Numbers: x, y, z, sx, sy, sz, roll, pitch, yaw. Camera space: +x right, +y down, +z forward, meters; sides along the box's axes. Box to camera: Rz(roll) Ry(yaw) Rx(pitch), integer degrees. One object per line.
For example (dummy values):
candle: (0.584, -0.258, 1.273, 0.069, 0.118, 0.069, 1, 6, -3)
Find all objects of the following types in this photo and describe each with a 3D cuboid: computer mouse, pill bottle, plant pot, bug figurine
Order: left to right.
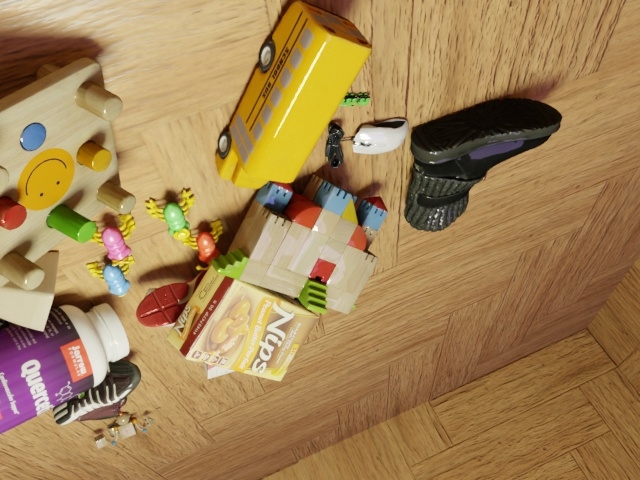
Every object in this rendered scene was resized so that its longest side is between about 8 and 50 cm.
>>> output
plant pot: (-0.539, 0.086, 0.964, 0.096, 0.109, 0.109, 12, 131, -29)
pill bottle: (-0.555, 0.243, 1.044, 0.323, 0.181, 0.181, -25, 150, -37)
bug figurine: (-0.324, 0.016, 1.040, 0.279, 0.072, 0.216, -20, 145, -10)
computer mouse: (0.102, -0.202, 1.074, 0.193, 0.042, 0.106, -15, 143, -18)

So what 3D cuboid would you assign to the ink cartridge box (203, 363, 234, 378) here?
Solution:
ink cartridge box: (-0.228, 0.309, 1.495, 0.198, 0.067, 0.115, -13, 143, -21)

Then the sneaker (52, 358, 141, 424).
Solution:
sneaker: (-0.536, 0.391, 1.377, 0.281, 0.106, 0.162, -27, 153, 18)

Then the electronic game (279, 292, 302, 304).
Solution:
electronic game: (-0.120, 0.151, 1.294, 0.229, 0.048, 0.229, -10, 108, -35)

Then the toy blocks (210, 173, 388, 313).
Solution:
toy blocks: (-0.009, -0.012, 1.115, 0.381, 0.191, 0.261, 22, 100, -34)

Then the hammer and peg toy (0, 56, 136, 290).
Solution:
hammer and peg toy: (-0.405, -0.059, 0.686, 0.361, 0.127, 0.266, -51, 163, -40)

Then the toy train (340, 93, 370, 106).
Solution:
toy train: (0.055, -0.260, 0.990, 0.083, 0.017, 0.024, -9, 152, -25)

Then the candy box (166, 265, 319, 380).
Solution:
candy box: (-0.155, 0.188, 1.161, 0.183, 0.087, 0.316, -58, 141, -1)

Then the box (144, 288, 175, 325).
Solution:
box: (-0.256, 0.156, 1.279, 0.324, 0.067, 0.063, 2, 136, -37)

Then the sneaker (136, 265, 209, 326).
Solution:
sneaker: (-0.289, 0.132, 1.159, 0.221, 0.087, 0.128, -24, 169, -22)

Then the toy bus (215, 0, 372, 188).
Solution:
toy bus: (-0.058, -0.211, 0.872, 0.108, 0.130, 0.333, 4, 135, -38)

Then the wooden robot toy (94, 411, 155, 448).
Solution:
wooden robot toy: (-0.587, 0.540, 1.576, 0.173, 0.076, 0.079, -19, 110, -13)

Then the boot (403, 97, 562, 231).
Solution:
boot: (0.354, -0.167, 1.209, 0.347, 0.131, 0.260, -13, 138, -2)

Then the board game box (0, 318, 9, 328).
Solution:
board game box: (-0.703, 0.177, 0.930, 0.243, 0.042, 0.165, -25, 173, -19)
